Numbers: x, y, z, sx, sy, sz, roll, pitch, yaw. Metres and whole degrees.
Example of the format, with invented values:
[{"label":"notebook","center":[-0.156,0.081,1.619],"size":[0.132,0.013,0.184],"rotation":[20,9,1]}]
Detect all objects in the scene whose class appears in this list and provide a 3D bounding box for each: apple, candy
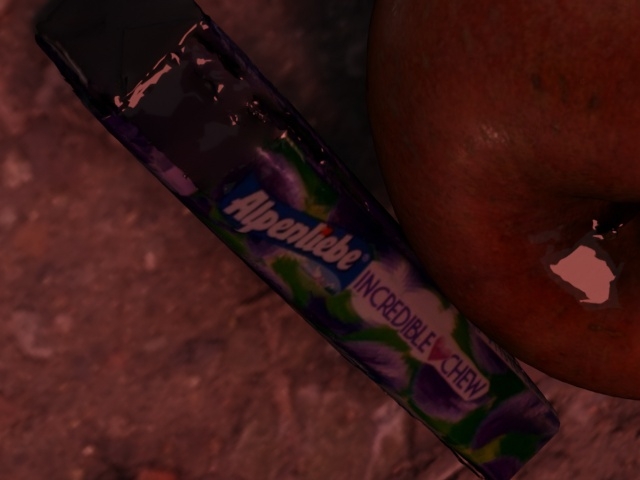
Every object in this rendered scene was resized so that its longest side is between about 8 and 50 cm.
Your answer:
[{"label":"apple","center":[0.138,-0.066,0.785],"size":[0.253,0.253,0.254],"rotation":[-15,123,-25]},{"label":"candy","center":[0.000,0.000,0.821],"size":[0.061,0.088,0.312],"rotation":[-43,131,1]}]
